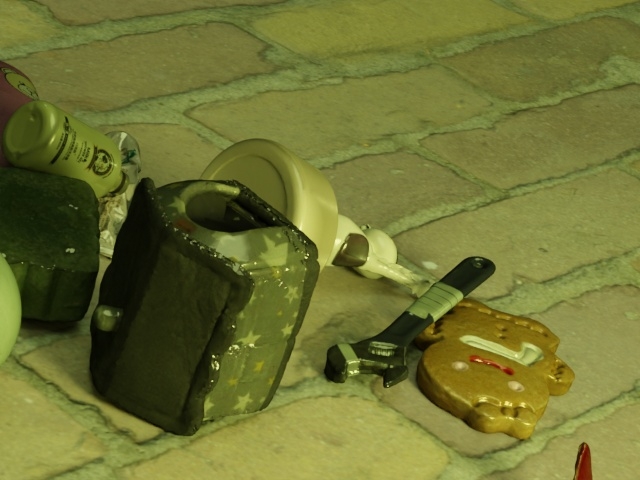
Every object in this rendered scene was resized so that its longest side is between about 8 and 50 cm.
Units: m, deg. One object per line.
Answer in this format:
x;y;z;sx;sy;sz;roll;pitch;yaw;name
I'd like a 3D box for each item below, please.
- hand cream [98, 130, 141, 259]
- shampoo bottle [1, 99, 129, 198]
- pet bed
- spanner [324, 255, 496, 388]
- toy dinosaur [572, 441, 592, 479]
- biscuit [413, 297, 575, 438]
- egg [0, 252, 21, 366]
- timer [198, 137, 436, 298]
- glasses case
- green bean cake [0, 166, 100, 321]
-0.246;-0.061;2.232;0.084;0.050;0.257;19;29;-3;hand cream
-0.267;-0.088;2.130;0.162;0.079;0.079;31;8;-48;shampoo bottle
-0.128;0.057;1.881;0.159;0.211;0.183;-7;38;-44;pet bed
0.113;0.085;2.127;0.087;0.024;0.316;16;30;28;spanner
0.345;0.313;1.782;0.207;0.113;0.327;5;27;-22;toy dinosaur
0.183;0.132;2.121;0.184;0.035;0.249;20;27;7;biscuit
-0.354;0.059;1.811;0.149;0.149;0.192;1;29;-29;egg
0.000;0.000;2.184;0.266;0.175;0.175;17;19;-47;timer
-0.377;-0.127;2.239;0.123;0.076;0.316;13;27;-22;glasses case
-0.320;0.004;2.002;0.183;0.094;0.185;10;27;-15;green bean cake
